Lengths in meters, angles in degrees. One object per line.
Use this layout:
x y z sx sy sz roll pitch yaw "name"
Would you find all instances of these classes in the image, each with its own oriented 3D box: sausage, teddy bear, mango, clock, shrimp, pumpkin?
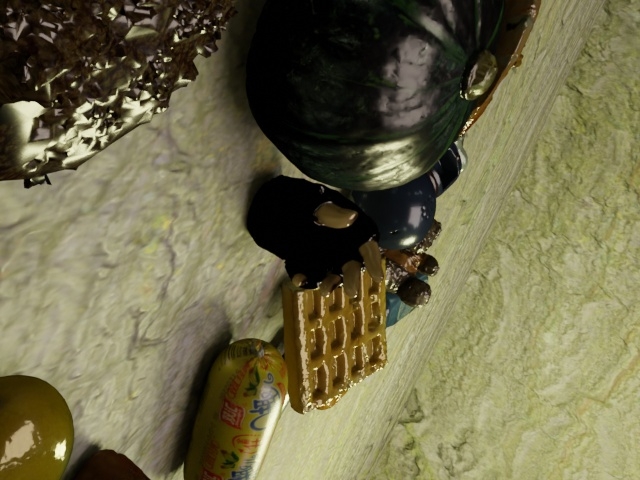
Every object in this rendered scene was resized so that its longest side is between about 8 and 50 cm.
-0.132 0.285 1.119 0.123 0.123 0.347 -33 148 -53 "sausage"
0.167 0.021 1.504 0.190 0.177 0.140 -62 -154 8 "teddy bear"
-0.302 0.226 0.657 0.137 0.091 0.238 5 113 -63 "mango"
0.146 -0.097 1.249 0.243 0.146 0.200 -52 136 -30 "clock"
0.197 -0.204 0.895 0.267 0.061 0.145 123 -18 -44 "shrimp"
0.072 -0.199 0.774 0.315 0.238 0.315 -44 152 -32 "pumpkin"

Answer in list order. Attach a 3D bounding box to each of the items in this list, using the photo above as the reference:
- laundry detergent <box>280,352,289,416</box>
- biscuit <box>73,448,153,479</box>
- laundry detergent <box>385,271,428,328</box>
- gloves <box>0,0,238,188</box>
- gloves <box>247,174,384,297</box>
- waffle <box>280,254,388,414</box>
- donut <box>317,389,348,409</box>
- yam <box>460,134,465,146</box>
-0.094 0.285 1.302 0.226 0.070 0.099 -59 153 -6 "laundry detergent"
-0.179 0.471 0.947 0.166 0.342 0.395 -46 154 -25 "biscuit"
0.148 0.150 1.702 0.289 0.094 0.143 -24 146 -55 "laundry detergent"
-0.143 -0.155 0.445 0.313 0.135 0.210 -59 168 5 "gloves"
0.000 0.000 0.925 0.124 0.203 0.164 -45 155 -34 "gloves"
0.029 0.153 1.262 0.247 0.055 0.221 -18 112 -47 "waffle"
0.022 0.225 1.445 0.227 0.113 0.227 -49 159 -26 "donut"
0.224 -0.182 1.396 0.107 0.107 0.183 -47 155 -35 "yam"
